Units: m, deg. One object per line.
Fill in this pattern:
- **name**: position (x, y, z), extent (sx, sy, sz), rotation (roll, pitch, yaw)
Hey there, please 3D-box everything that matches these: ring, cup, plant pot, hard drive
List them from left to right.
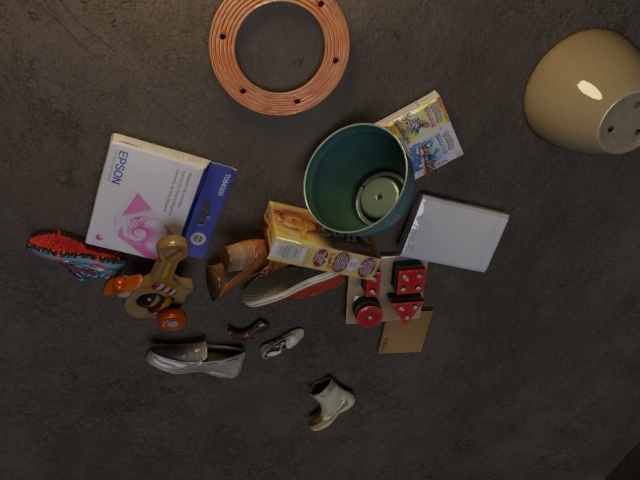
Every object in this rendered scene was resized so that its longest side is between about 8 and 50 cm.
- **ring**: position (-0.097, -0.463, 1.389), extent (0.337, 0.032, 0.336), rotation (-6, 126, -8)
- **plant pot**: position (0.128, -0.136, 1.537), extent (0.293, 0.293, 0.196), rotation (-38, 151, 15)
- **hard drive**: position (0.408, -0.021, 1.779), extent (0.308, 0.040, 0.203), rotation (11, 110, -19)
- **cup**: position (0.740, -0.352, 1.511), extent (0.331, 0.237, 0.331), rotation (-6, 126, -8)

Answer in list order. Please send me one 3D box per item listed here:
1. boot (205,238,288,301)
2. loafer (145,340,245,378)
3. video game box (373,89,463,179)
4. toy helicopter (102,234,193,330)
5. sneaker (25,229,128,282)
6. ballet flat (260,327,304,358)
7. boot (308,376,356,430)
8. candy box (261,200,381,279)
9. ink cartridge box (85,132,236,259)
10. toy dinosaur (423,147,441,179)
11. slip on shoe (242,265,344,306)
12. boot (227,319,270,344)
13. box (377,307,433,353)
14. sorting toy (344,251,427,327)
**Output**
- **boot**: position (-0.212, 0.079, 1.714), extent (0.220, 0.109, 0.283), rotation (-10, 149, -34)
- **loafer**: position (-0.400, 0.371, 1.875), extent (0.319, 0.112, 0.111), rotation (12, 117, -28)
- **video game box**: position (0.272, -0.277, 1.586), extent (0.187, 0.048, 0.205), rotation (-29, 126, 7)
- **toy helicopter**: position (-0.458, 0.104, 1.591), extent (0.235, 0.140, 0.355), rotation (8, 137, -27)
- **sneaker**: position (-0.678, 0.063, 1.597), extent (0.262, 0.104, 0.125), rotation (16, 122, -21)
- **ballet flat**: position (-0.125, 0.353, 1.946), extent (0.168, 0.052, 0.057), rotation (-28, 125, 8)
- **boot**: position (0.005, 0.602, 2.136), extent (0.213, 0.077, 0.165), rotation (-40, 124, 10)
- **candy box**: position (0.000, 0.000, 1.641), extent (0.317, 0.183, 0.087), rotation (13, 122, -20)
- **ink cartridge box**: position (-0.431, -0.093, 1.560), extent (0.330, 0.071, 0.324), rotation (15, 120, -19)
- **toy dinosaur**: position (0.295, -0.214, 1.583), extent (0.090, 0.047, 0.082), rotation (-36, 107, 27)
- **slip on shoe**: position (-0.076, 0.139, 1.771), extent (0.331, 0.123, 0.101), rotation (-19, 130, -4)
- **boot**: position (-0.233, 0.287, 1.887), extent (0.114, 0.037, 0.106), rotation (-33, 138, 16)
- **box**: position (0.295, 0.317, 2.027), extent (0.164, 0.021, 0.201), rotation (0, 124, -12)
- **sorting toy**: position (0.217, 0.170, 1.850), extent (0.257, 0.089, 0.255), rotation (-4, 120, -10)
